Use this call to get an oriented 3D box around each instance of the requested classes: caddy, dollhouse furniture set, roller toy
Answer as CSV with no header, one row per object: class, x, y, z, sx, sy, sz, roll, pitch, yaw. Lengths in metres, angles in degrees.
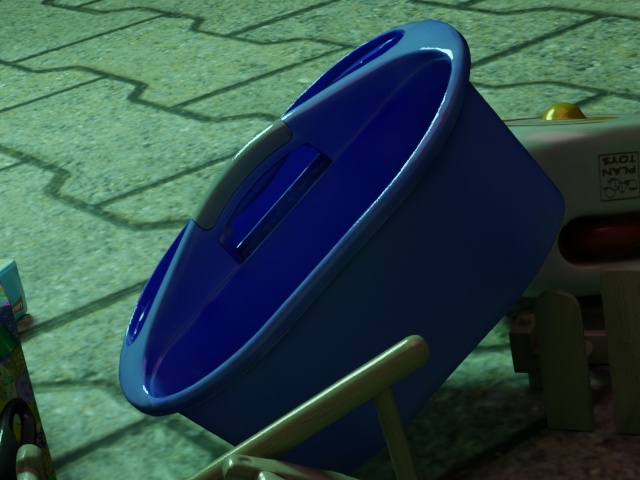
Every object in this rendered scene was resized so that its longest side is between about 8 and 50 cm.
caddy,0.000,0.000,1.105,0.341,0.179,0.241,-48,25,2
dollhouse furniture set,0.208,0.047,1.132,0.144,0.123,0.151,0,23,24
roller toy,0.201,-0.038,1.268,0.209,0.146,0.191,1,8,29

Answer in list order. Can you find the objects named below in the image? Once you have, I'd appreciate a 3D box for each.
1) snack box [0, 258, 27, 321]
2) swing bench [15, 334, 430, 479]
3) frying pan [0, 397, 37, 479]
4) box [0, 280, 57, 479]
snack box,-0.454,0.080,1.441,0.322,0.060,0.187,-2,21,21
swing bench,-0.025,0.197,0.815,0.255,0.165,0.253,-17,22,-2
frying pan,-0.208,0.184,0.861,0.053,0.197,0.326,-42,45,13
box,-0.364,0.120,1.144,0.290,0.177,0.279,-16,21,-15
